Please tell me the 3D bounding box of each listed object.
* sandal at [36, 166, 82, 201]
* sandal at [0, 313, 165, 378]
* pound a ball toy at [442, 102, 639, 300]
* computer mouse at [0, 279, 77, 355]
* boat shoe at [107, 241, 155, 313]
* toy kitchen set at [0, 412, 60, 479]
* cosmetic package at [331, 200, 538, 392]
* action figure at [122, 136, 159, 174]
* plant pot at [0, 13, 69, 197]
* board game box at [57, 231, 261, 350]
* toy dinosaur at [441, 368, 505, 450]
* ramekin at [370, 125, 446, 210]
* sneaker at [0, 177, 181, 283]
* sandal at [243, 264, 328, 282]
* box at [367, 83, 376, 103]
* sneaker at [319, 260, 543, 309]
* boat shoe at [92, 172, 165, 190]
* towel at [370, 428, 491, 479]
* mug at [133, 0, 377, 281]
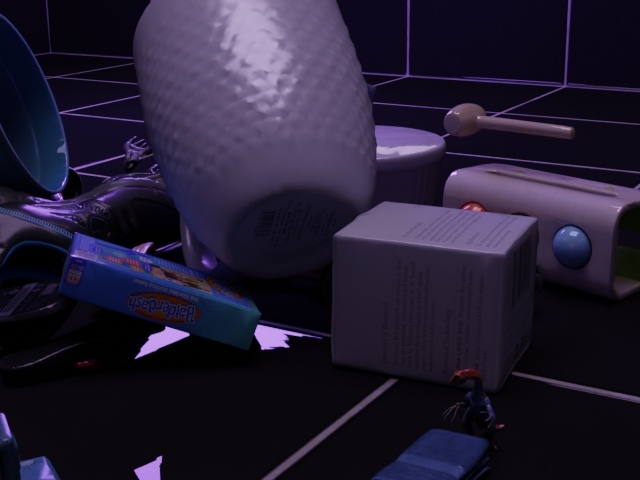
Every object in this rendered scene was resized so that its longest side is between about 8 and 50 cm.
[{"bbox_3d":[-0.410,-0.066,1.685,0.076,0.102,0.265,-7,26,-25],"label":"sandal"},{"bbox_3d":[-0.252,0.120,1.146,0.179,0.040,0.067,-18,17,-19],"label":"sandal"},{"bbox_3d":[0.276,-0.058,1.418,0.136,0.208,0.319,-15,22,-41],"label":"pound a ball toy"},{"bbox_3d":[-0.384,0.087,1.225,0.262,0.060,0.184,-11,20,6],"label":"computer mouse"},{"bbox_3d":[-0.251,0.041,1.355,0.059,0.063,0.170,6,18,4],"label":"boat shoe"},{"bbox_3d":[-0.227,0.169,0.738,0.122,0.166,0.207,-9,19,-25],"label":"toy kitchen set"},{"bbox_3d":[0.124,0.054,1.142,0.183,0.151,0.151,7,18,23],"label":"cosmetic package"},{"bbox_3d":[-0.206,-0.142,1.810,0.275,0.164,0.141,1,47,35],"label":"action figure"},{"bbox_3d":[-0.534,-0.155,1.518,0.255,0.272,0.271,-18,15,6],"label":"plant pot"},{"bbox_3d":[-0.180,0.054,1.186,0.210,0.047,0.160,18,5,-13],"label":"board game box"},{"bbox_3d":[0.135,0.146,0.951,0.047,0.082,0.090,5,17,19],"label":"toy dinosaur"},{"bbox_3d":[0.065,-0.100,1.710,0.273,0.127,0.273,0,16,0],"label":"ramekin"},{"bbox_3d":[-0.325,0.003,1.459,0.341,0.125,0.139,-7,45,-29],"label":"sneaker"},{"bbox_3d":[0.000,0.005,1.397,0.240,0.079,0.088,-2,45,6],"label":"sandal"},{"bbox_3d":[-0.103,-0.260,2.036,0.279,0.177,0.290,11,6,-39],"label":"box"},{"bbox_3d":[0.134,0.035,1.300,0.267,0.101,0.106,1,14,3],"label":"sneaker"},{"bbox_3d":[-0.252,-0.078,1.725,0.233,0.084,0.079,-3,17,4],"label":"boat shoe"},{"bbox_3d":[0.091,0.194,0.883,0.067,0.029,0.119,10,20,31],"label":"towel"},{"bbox_3d":[-0.090,-0.102,1.321,0.276,0.374,0.328,7,48,-29],"label":"mug"}]
